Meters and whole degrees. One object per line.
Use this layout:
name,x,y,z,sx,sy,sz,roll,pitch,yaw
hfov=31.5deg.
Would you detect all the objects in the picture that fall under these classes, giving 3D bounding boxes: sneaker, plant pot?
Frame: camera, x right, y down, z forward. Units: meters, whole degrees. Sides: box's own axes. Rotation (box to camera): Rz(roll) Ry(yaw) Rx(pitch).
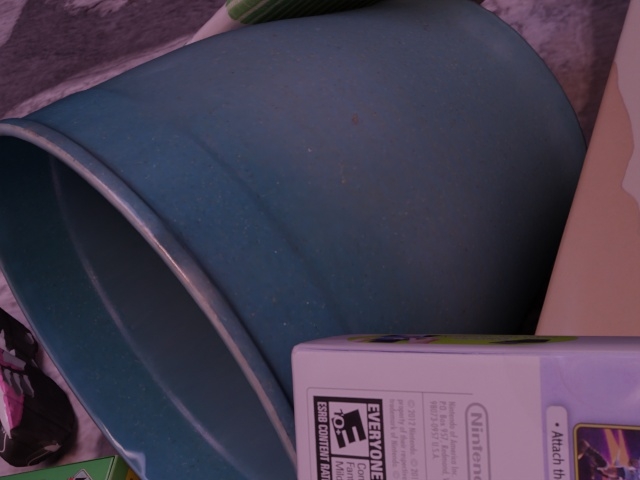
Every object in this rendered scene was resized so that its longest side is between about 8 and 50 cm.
sneaker,-0.232,0.113,0.803,0.077,0.072,0.178,-48,31,1
plant pot,0.000,0.000,0.613,0.255,0.272,0.271,-35,35,-27

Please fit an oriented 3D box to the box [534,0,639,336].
box,0.197,0.013,0.534,0.121,0.148,0.311,-3,46,33

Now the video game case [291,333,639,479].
video game case,0.110,0.166,0.374,0.244,0.061,0.269,-2,91,35

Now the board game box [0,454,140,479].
board game box,-0.226,0.279,0.629,0.213,0.046,0.317,-13,43,23

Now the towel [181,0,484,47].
towel,0.014,-0.145,0.718,0.248,0.038,0.325,-18,-8,-40
